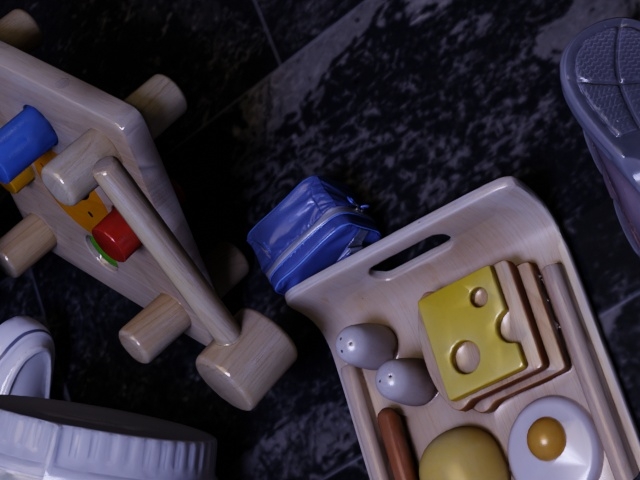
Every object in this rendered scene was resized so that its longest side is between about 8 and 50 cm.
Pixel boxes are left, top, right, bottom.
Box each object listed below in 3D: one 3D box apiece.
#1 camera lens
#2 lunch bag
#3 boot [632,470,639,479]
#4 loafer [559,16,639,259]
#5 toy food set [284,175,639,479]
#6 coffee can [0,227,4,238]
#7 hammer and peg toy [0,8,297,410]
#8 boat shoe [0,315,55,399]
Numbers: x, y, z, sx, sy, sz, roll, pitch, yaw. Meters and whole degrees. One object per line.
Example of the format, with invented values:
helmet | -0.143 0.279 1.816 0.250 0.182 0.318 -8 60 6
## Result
camera lens | -0.203 0.274 1.181 0.219 0.219 0.274 8 86 37
lunch bag | 0.000 0.000 1.175 0.098 0.067 0.065 -43 60 21
boot | 0.309 0.171 0.745 0.348 0.131 0.260 33 88 47
loafer | 0.256 -0.009 0.988 0.109 0.095 0.303 -26 68 -2
toy food set | 0.099 0.134 1.060 0.219 0.092 0.306 -29 66 30
coffee can | -0.436 0.089 1.400 0.201 0.201 0.275 25 97 37
hammer and peg toy | -0.157 -0.032 1.182 0.361 0.266 0.127 27 59 38
boat shoe | -0.280 0.203 1.333 0.088 0.096 0.268 25 98 33
